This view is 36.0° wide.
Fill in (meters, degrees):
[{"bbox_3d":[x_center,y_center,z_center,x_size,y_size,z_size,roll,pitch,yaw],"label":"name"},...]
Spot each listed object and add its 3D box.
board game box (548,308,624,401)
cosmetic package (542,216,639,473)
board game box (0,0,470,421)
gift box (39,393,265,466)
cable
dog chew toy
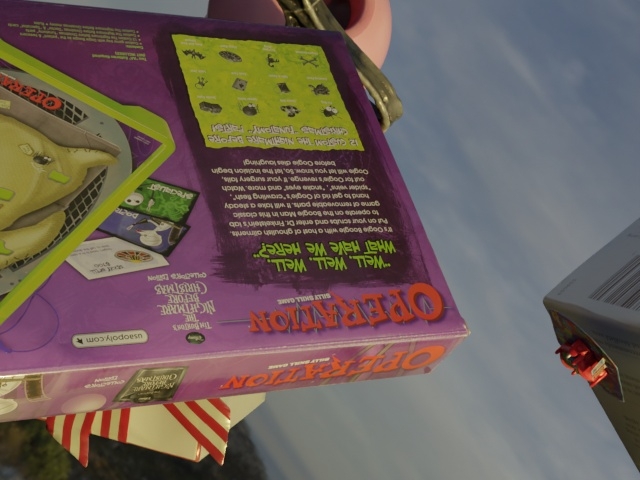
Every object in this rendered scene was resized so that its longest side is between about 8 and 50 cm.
[{"bbox_3d":[0.359,0.169,1.374,0.133,0.033,0.168,45,-9,38],"label":"board game box"},{"bbox_3d":[0.616,0.169,1.468,0.393,0.327,0.329,58,-15,-18],"label":"cosmetic package"},{"bbox_3d":[-0.115,-0.023,0.451,0.056,0.347,0.208,-59,-138,43],"label":"board game box"},{"bbox_3d":[-0.188,0.126,1.180,0.258,0.255,0.276,-21,116,-71],"label":"gift box"},{"bbox_3d":[-0.016,-0.177,0.860,0.139,0.072,0.287,13,-38,33],"label":"cable"},{"bbox_3d":[-0.053,-0.225,1.166,0.206,0.207,0.332,56,-24,-3],"label":"dog chew toy"}]
